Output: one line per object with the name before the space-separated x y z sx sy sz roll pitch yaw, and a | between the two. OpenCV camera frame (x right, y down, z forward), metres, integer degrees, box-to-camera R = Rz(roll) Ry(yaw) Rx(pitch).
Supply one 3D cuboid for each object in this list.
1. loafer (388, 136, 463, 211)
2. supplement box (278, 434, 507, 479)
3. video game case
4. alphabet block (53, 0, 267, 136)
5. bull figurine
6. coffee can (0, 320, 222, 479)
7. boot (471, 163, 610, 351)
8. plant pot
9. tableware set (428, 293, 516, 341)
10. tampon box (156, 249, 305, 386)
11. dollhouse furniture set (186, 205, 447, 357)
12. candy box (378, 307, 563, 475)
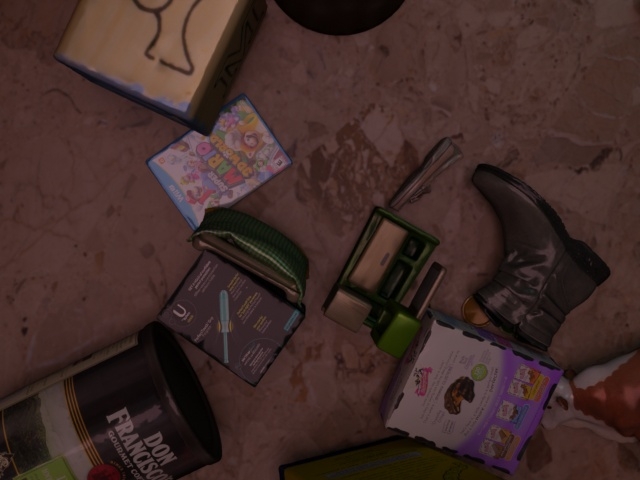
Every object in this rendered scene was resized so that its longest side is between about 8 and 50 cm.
loafer | 0.147 -0.084 1.366 0.039 0.045 0.125 40 89 -10
supplement box | 0.110 0.383 1.218 0.195 0.356 0.194 -9 95 -22
video game case | -0.140 -0.107 1.371 0.166 0.015 0.119 -35 94 1
alphabet block | -0.195 -0.267 1.264 0.192 0.193 0.197 26 90 -1
bull figurine | 0.460 0.212 1.364 0.310 0.101 0.188 -32 98 3
coffee can | -0.295 0.255 1.299 0.275 0.201 0.201 -26 94 1
boot | 0.262 0.026 1.349 0.246 0.083 0.161 44 87 -5
plant pot | 0.027 -0.382 1.249 0.215 0.230 0.215 0 94 -1
tableware set | 0.202 0.121 1.389 0.154 0.024 0.104 20 93 -2
tampon box | -0.117 0.097 1.342 0.161 0.101 0.120 36 92 -2
dollhouse furniture set | 0.000 0.000 1.282 0.302 0.197 0.151 29 94 -7
candy box | 0.202 0.204 1.353 0.196 0.070 0.164 22 100 -9
